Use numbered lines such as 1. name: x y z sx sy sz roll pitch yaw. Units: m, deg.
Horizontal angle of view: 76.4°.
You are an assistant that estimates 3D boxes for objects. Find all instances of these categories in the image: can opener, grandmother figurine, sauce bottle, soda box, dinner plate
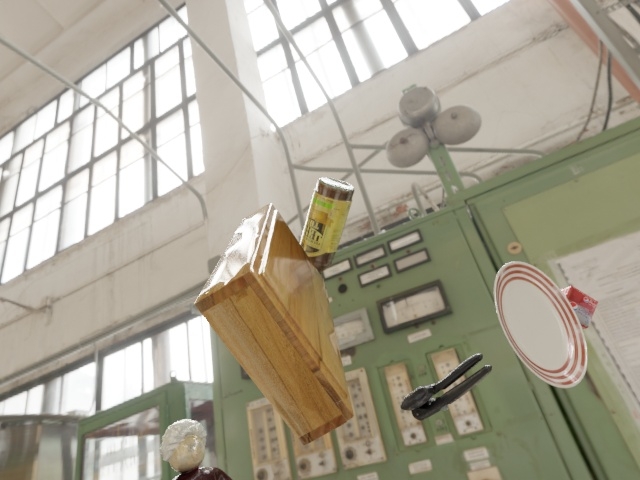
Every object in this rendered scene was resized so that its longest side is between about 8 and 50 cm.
1. can opener: 0.239 0.279 0.763 0.186 0.059 0.073 -38 -23 18
2. grandmother figurine: -0.218 0.508 0.761 0.104 0.342 0.208 -32 -24 15
3. sauce bottle: 0.000 0.000 1.149 0.112 0.111 0.343 5 -70 -30
4. soda box: 0.672 0.215 1.199 0.084 0.092 0.263 33 -19 3
5. dinner plate: 0.238 0.090 0.448 0.141 0.141 0.017 4 -30 -29

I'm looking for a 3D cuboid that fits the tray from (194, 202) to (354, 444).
1. tray: -0.055 0.074 0.614 0.076 0.411 0.202 -32 -76 4
